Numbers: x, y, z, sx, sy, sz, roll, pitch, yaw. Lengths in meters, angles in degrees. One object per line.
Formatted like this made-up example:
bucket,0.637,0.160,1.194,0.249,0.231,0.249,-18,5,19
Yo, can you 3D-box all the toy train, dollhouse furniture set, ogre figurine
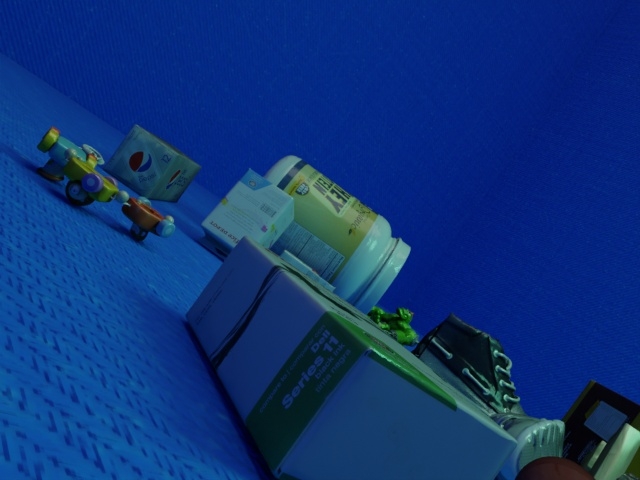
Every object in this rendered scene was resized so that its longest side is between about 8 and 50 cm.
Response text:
toy train,-0.238,-0.054,0.632,0.166,0.046,0.125,39,0,23
dollhouse furniture set,0.386,0.328,0.727,0.123,0.144,0.151,36,-36,25
ogre figurine,0.151,0.194,1.343,0.118,0.096,0.197,17,-9,-18

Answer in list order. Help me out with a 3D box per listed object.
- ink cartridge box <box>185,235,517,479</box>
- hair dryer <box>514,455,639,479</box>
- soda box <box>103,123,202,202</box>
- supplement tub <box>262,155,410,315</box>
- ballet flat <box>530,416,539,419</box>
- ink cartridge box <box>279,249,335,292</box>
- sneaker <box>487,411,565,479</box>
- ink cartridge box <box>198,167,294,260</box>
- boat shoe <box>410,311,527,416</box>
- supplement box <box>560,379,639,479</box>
ink cartridge box,0.007,0.093,0.416,0.153,0.086,0.208,36,-1,-31
hair dryer,0.262,0.238,0.463,0.294,0.080,0.224,7,0,-31
soda box,-0.308,-0.139,1.117,0.091,0.098,0.286,35,1,-4
supplement tub,0.000,0.000,1.194,0.316,0.228,0.228,35,0,0
ballet flat,0.500,0.439,1.115,0.280,0.095,0.096,32,-31,49
ink cartridge box,-0.037,0.074,1.056,0.115,0.062,0.029,36,2,-1
sneaker,0.247,0.277,0.757,0.116,0.105,0.281,2,-14,26
ink cartridge box,-0.122,-0.024,0.955,0.092,0.143,0.090,36,-17,10
boat shoe,0.334,0.280,1.122,0.341,0.158,0.127,35,0,18
supplement box,0.467,0.355,0.930,0.129,0.191,0.194,36,1,1
